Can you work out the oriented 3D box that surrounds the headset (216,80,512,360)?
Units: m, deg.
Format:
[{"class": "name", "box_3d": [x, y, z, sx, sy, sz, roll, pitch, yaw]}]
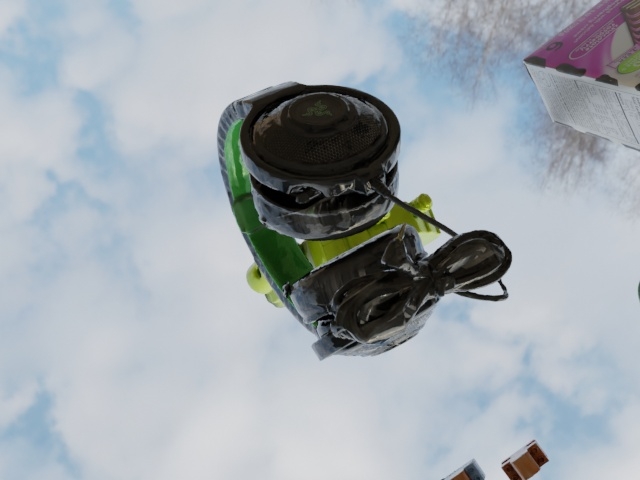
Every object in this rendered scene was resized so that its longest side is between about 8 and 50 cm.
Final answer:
[{"class": "headset", "box_3d": [0.000, 0.000, 0.694, 0.185, 0.243, 0.394, -27, -161, -24]}]

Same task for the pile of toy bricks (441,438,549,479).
[{"class": "pile of toy bricks", "box_3d": [0.103, 0.230, 0.583, 0.212, 0.105, 0.118, -37, -104, 4]}]

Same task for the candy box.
[{"class": "candy box", "box_3d": [0.277, -0.136, 0.614, 0.159, 0.071, 0.233, -37, -154, -3]}]

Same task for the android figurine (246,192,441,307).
[{"class": "android figurine", "box_3d": [0.036, 0.013, 1.047, 0.248, 0.273, 0.056, -13, -106, -31]}]

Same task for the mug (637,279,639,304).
[{"class": "mug", "box_3d": [0.460, 0.088, 0.990, 0.158, 0.097, 0.129, 15, -128, 46]}]
